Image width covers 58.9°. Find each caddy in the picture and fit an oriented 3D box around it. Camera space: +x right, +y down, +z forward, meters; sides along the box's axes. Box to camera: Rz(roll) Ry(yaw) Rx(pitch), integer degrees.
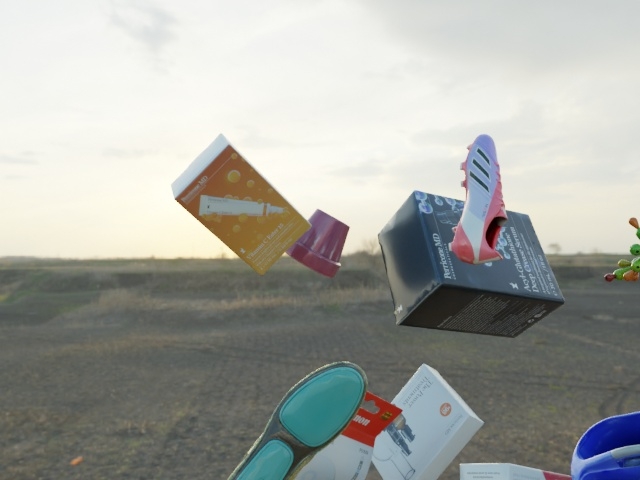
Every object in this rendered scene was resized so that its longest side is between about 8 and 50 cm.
[{"bbox_3d":[0.745,0.513,1.281,0.179,0.241,0.341,41,-47,-20],"label":"caddy"}]

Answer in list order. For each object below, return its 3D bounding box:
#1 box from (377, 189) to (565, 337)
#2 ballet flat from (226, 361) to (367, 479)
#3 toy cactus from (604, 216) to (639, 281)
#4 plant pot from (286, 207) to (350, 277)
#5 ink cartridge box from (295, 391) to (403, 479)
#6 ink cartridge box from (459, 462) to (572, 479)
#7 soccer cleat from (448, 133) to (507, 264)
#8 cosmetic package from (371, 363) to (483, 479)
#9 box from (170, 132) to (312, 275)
[{"bbox_3d":[0.389,0.070,1.512,0.395,0.294,0.212,9,-39,-23],"label":"box"},{"bbox_3d":[-0.049,0.359,1.041,0.123,0.349,0.123,40,-7,6],"label":"ballet flat"},{"bbox_3d":[0.821,0.024,1.409,0.180,0.219,0.112,4,36,-25],"label":"toy cactus"},{"bbox_3d":[0.000,0.000,1.884,0.201,0.180,0.201,29,4,-2],"label":"plant pot"},{"bbox_3d":[0.065,0.641,1.736,0.308,0.385,0.091,37,9,-39],"label":"ink cartridge box"},{"bbox_3d":[0.489,0.761,1.374,0.279,0.385,0.160,22,-30,-29],"label":"ink cartridge box"},{"bbox_3d":[0.299,-0.076,1.022,0.095,0.248,0.083,3,-18,41],"label":"soccer cleat"},{"bbox_3d":[0.336,0.660,1.947,0.097,0.377,0.284,33,8,-35],"label":"cosmetic package"},{"bbox_3d":[-0.229,-0.102,1.637,0.345,0.215,0.168,44,2,-27],"label":"box"}]
